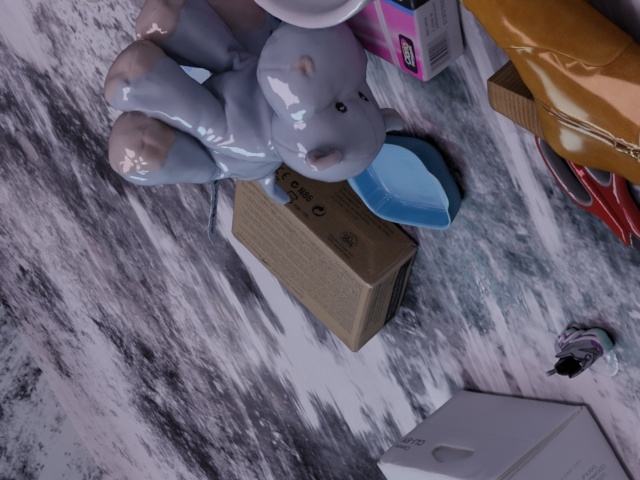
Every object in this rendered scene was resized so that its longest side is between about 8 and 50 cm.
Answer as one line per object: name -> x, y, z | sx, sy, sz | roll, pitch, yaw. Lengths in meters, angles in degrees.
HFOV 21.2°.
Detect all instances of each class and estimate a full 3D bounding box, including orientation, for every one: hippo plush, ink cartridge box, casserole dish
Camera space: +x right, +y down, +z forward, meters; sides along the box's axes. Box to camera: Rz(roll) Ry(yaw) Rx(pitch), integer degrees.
hippo plush -> -0.064, -0.120, 1.734 | 0.237, 0.234, 0.294 | 10, 120, 44
ink cartridge box -> 0.000, 0.000, 2.127 | 0.235, 0.088, 0.193 | 43, 157, 15
ink cartridge box -> 0.281, 0.383, 2.089 | 0.384, 0.160, 0.279 | 58, 156, -16
casserole dish -> 0.093, -0.071, 1.919 | 0.188, 0.037, 0.114 | 12, 136, 57
ink cartridge box -> -0.013, -0.309, 1.732 | 0.371, 0.069, 0.175 | 35, 153, 37

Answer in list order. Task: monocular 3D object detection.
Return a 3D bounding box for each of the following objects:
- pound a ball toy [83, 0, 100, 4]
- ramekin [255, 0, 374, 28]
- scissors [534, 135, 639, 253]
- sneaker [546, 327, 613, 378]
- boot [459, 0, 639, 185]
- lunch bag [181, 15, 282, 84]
pound a ball toy -> -0.307, -0.450, 2.008 | 0.319, 0.136, 0.208 | 57, -179, -15
ramekin -> 0.016, -0.332, 1.469 | 0.277, 0.135, 0.277 | 33, 134, 42
scissors -> 0.309, 0.002, 1.662 | 0.297, 0.021, 0.109 | 55, 154, -12
sneaker -> 0.266, 0.127, 1.854 | 0.038, 0.069, 0.098 | 53, 157, -4
boot -> 0.231, -0.173, 1.459 | 0.211, 0.104, 0.295 | 27, 151, 32
lunch bag -> -0.088, -0.208, 1.936 | 0.176, 0.090, 0.219 | -24, 106, 43
